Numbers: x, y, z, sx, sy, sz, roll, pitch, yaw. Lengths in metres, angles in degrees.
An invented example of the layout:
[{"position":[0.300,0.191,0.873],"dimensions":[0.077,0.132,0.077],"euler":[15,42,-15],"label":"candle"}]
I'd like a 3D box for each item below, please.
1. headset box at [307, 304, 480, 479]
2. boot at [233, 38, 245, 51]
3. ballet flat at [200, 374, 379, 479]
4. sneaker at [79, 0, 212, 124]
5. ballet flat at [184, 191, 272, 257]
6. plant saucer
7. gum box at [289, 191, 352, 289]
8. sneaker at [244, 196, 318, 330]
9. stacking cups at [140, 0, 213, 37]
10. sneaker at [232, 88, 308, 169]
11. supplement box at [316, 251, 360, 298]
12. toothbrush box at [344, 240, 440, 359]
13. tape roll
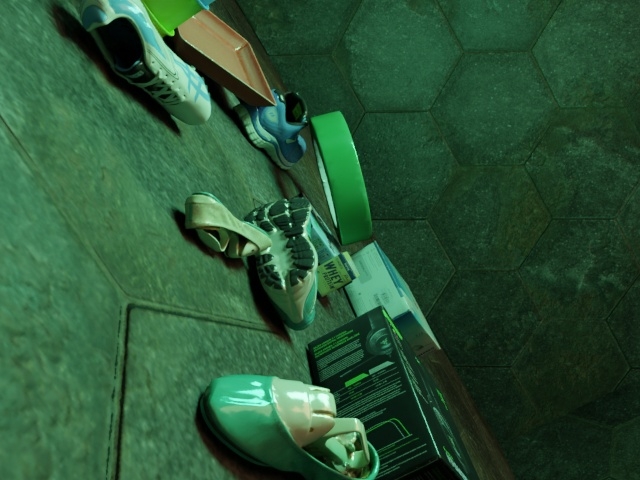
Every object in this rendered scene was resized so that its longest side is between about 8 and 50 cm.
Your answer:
[{"position":[0.110,0.267,0.773],"dimensions":[0.246,0.131,0.283],"euler":[55,10,-32],"label":"headset box"},{"position":[-0.210,-0.445,1.427],"dimensions":[0.236,0.085,0.178],"euler":[52,8,-38],"label":"boot"},{"position":[-0.011,0.181,0.535],"dimensions":[0.247,0.087,0.083],"euler":[51,14,-42],"label":"ballet flat"},{"position":[-0.222,-0.220,0.716],"dimensions":[0.237,0.085,0.086],"euler":[52,38,-55],"label":"sneaker"},{"position":[-0.117,-0.005,0.695],"dimensions":[0.168,0.057,0.052],"euler":[39,50,-56],"label":"ballet flat"},{"position":[-0.225,-0.405,1.163],"dimensions":[0.259,0.048,0.258],"euler":[26,32,-46],"label":"plant saucer"},{"position":[0.000,0.000,1.274],"dimensions":[0.184,0.041,0.157],"euler":[53,11,-34],"label":"gum box"},{"position":[-0.054,0.023,0.842],"dimensions":[0.275,0.107,0.109],"euler":[-98,176,-55],"label":"sneaker"},{"position":[-0.158,-0.375,0.754],"dimensions":[0.096,0.316,0.096],"euler":[55,10,-15],"label":"stacking cups"},{"position":[-0.083,-0.273,1.353],"dimensions":[0.129,0.147,0.330],"euler":[62,9,11],"label":"sneaker"},{"position":[0.026,0.066,1.080],"dimensions":[0.056,0.083,0.083],"euler":[60,9,4],"label":"supplement box"},{"position":[0.175,0.173,1.417],"dimensions":[0.295,0.126,0.216],"euler":[50,14,-52],"label":"toothbrush box"},{"position":[0.046,-0.149,1.348],"dimensions":[0.321,0.077,0.320],"euler":[165,-90,-89],"label":"tape roll"}]
